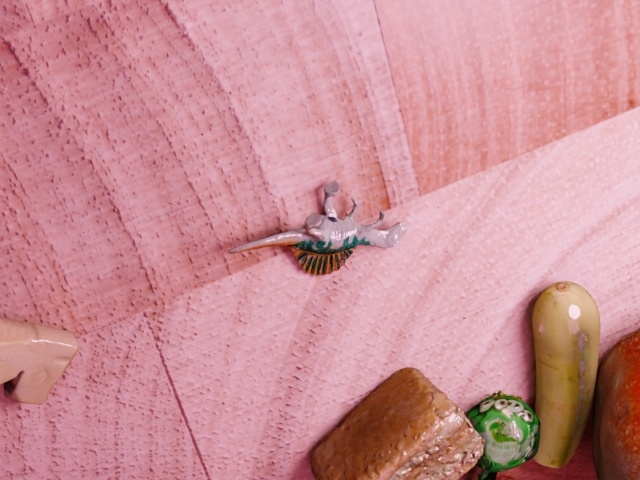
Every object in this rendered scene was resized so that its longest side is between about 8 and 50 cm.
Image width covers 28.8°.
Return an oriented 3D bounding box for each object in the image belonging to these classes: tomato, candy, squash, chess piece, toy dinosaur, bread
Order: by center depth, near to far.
[{"bbox_3d":[-0.345,0.114,1.255,0.200,0.090,0.090,16,107,-39],"label":"chess piece"},{"bbox_3d":[0.001,0.003,1.359,0.187,0.044,0.106,-31,136,-7],"label":"toy dinosaur"},{"bbox_3d":[0.082,0.250,1.450,0.196,0.138,0.102,-39,118,0],"label":"bread"},{"bbox_3d":[0.450,0.236,1.495,0.239,0.303,0.303,-9,118,0],"label":"tomato"},{"bbox_3d":[0.297,0.161,1.529,0.083,0.083,0.250,-11,121,-17],"label":"squash"},{"bbox_3d":[0.203,0.331,1.578,0.097,0.097,0.323,-3,122,-21],"label":"candy"}]
